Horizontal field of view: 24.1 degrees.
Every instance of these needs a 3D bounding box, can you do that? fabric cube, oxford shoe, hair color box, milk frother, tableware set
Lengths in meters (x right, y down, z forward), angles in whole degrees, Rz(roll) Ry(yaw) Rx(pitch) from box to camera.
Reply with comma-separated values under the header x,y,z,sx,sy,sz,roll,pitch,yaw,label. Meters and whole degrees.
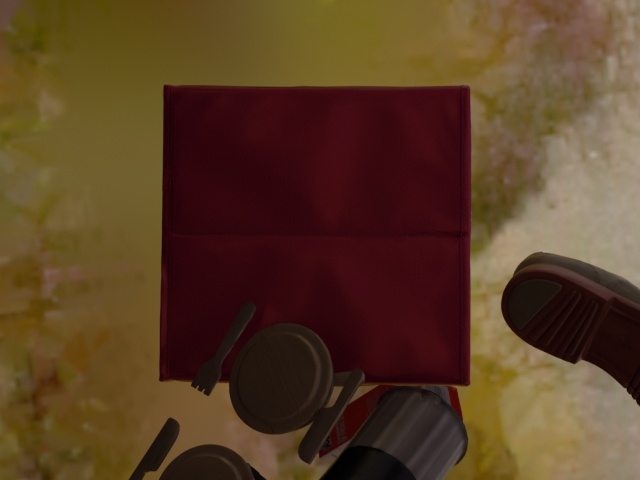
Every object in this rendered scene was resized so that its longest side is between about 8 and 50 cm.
x,y,z,sx,sy,sz,roll,pitch,yaw,label
0.000,0.000,1.344,0.254,0.258,0.259,46,45,-86,fabric cube
0.424,0.123,1.905,0.140,0.397,0.146,-59,178,28,oxford shoe
0.084,0.227,1.862,0.093,0.167,0.053,26,41,-37,hair color box
0.017,0.177,1.169,0.135,0.143,0.129,-45,174,-47,milk frother
-0.053,0.154,1.129,0.194,0.128,0.039,-57,147,-5,tableware set
